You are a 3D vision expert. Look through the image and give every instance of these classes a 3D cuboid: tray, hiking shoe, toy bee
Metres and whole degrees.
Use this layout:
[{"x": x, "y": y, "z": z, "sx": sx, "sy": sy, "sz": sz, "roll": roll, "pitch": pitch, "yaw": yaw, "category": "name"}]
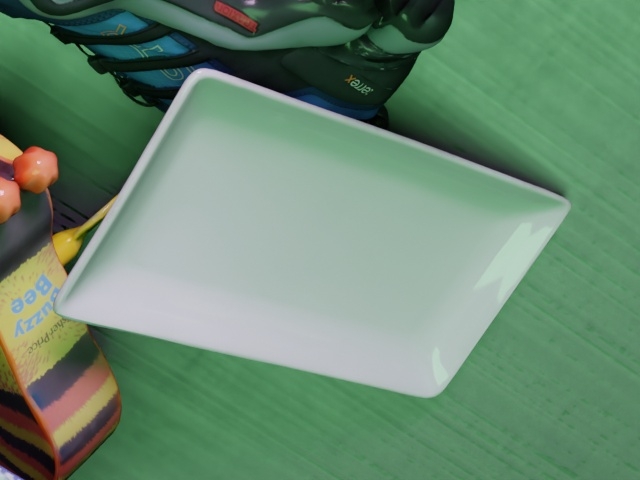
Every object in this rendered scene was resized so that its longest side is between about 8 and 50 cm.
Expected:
[{"x": 0.000, "y": 0.000, "z": 0.938, "sx": 0.270, "sy": 0.030, "sz": 0.145, "roll": 16, "pitch": 114, "yaw": -41, "category": "tray"}, {"x": -0.092, "y": -0.113, "z": 0.880, "sx": 0.304, "sy": 0.113, "sz": 0.132, "roll": 14, "pitch": 138, "yaw": -12, "category": "hiking shoe"}, {"x": -0.179, "y": 0.013, "z": 0.896, "sx": 0.298, "sy": 0.162, "sz": 0.195, "roll": 43, "pitch": 61, "yaw": -34, "category": "toy bee"}]

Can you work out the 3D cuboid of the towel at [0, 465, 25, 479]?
[{"x": -0.248, "y": 0.148, "z": 0.925, "sx": 0.243, "sy": 0.040, "sz": 0.336, "roll": 34, "pitch": 149, "yaw": -18, "category": "towel"}]
